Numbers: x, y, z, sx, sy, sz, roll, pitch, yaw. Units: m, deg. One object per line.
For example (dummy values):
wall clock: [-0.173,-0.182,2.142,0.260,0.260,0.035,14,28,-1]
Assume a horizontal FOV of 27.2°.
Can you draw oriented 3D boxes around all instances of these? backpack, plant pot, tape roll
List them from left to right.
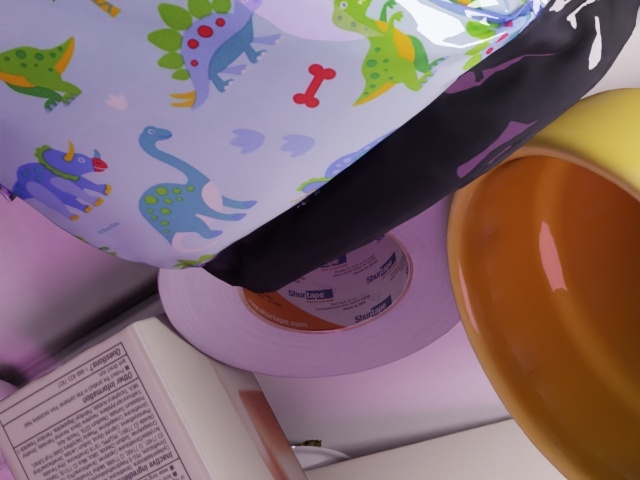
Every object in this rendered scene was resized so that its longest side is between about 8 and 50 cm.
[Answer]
backpack: [-0.078,-0.141,0.591,0.290,0.273,0.355,-30,108,37]
tape roll: [0.000,0.000,0.886,0.219,0.072,0.219,-4,138,-4]
plant pot: [0.244,0.010,0.789,0.239,0.254,0.254,-29,146,-27]

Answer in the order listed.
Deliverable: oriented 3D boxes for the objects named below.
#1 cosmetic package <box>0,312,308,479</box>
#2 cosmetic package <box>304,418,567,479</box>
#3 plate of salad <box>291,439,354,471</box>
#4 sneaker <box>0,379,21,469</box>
cosmetic package: [-0.088,0.208,0.931,0.153,0.296,0.129,-28,175,23]
cosmetic package: [0.079,0.257,1.113,0.309,0.113,0.160,-12,141,-11]
plate of salad: [-0.059,0.226,1.142,0.199,0.048,0.200,-12,141,-10]
sneaker: [-0.286,0.192,1.040,0.080,0.094,0.212,18,132,-24]
